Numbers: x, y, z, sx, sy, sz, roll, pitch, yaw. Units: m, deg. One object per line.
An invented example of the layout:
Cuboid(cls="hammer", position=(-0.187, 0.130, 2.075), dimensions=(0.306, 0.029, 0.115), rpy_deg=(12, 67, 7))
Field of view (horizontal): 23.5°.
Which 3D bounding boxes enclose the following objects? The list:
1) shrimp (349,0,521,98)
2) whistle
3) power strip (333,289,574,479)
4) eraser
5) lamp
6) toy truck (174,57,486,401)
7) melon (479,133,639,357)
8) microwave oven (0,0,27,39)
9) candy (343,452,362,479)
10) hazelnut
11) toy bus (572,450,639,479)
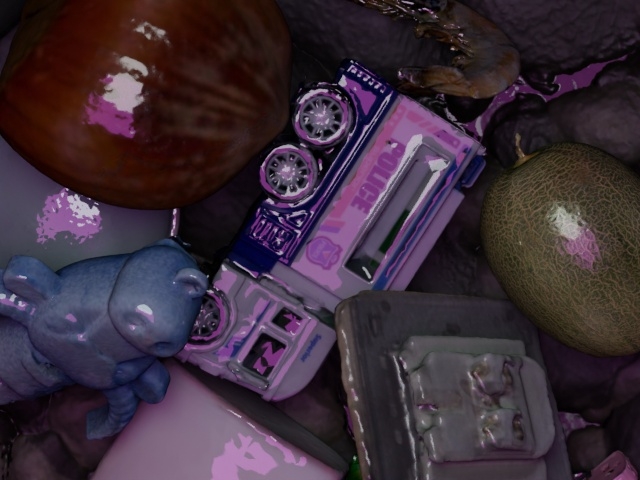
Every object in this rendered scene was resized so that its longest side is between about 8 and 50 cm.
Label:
Cuboid(cls="shrimp", position=(0.059, -0.159, 1.181), dimensions=(0.195, 0.148, 0.035), rpy_deg=(24, 128, 5))
Cuboid(cls="whistle", position=(-0.183, 0.069, 1.142), dimensions=(0.269, 0.093, 0.180), rpy_deg=(-26, 124, 33))
Cuboid(cls="power strip", position=(0.118, 0.126, 1.148), dimensions=(0.064, 0.213, 0.198), rpy_deg=(-29, 67, 45))
Cuboid(cls="eraser", position=(-0.120, 0.248, 1.255), dimensions=(0.174, 0.095, 0.270), rpy_deg=(33, 98, 5))
Cuboid(cls="lamp", position=(-0.213, -0.004, 1.230), dimensions=(0.179, 0.108, 0.246), rpy_deg=(31, 98, 5))
Cuboid(cls="toy truck", position=(0.000, 0.000, 1.207), dimensions=(0.155, 0.124, 0.268), rpy_deg=(31, 96, -4))
Cuboid(cls="melon", position=(0.197, 0.001, 1.184), dimensions=(0.139, 0.139, 0.192), rpy_deg=(-33, 97, 7))
Cuboid(cls="microwave oven", position=(-0.319, -0.254, 1.085), dimensions=(0.432, 0.374, 0.236), rpy_deg=(-41, 93, 12))
Cuboid(cls="candy", position=(0.068, 0.265, 1.219), dimensions=(0.078, 0.203, 0.141), rpy_deg=(-12, 119, -32))
Cuboid(cls="hazelnut", position=(-0.126, -0.121, 1.128), dimensions=(0.181, 0.181, 0.212), rpy_deg=(35, 66, -26))
Cuboid(cls="toy bus", position=(0.189, 0.261, 1.251), dimensions=(0.203, 0.063, 0.090), rpy_deg=(-42, 95, 9))
